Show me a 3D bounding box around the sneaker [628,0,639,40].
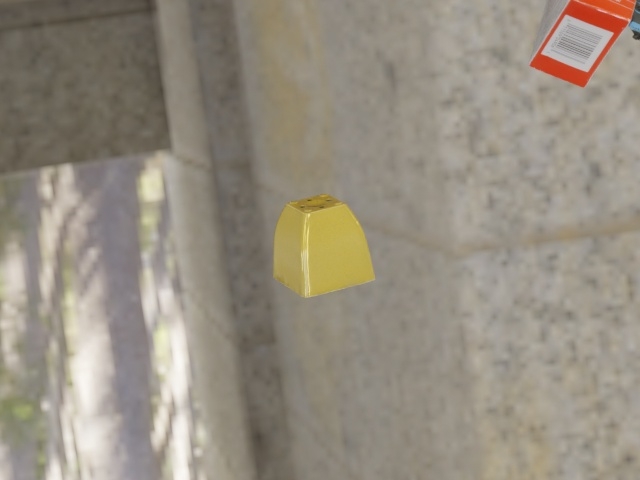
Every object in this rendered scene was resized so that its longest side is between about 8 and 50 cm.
[{"bbox_3d":[0.358,-0.292,2.085,0.341,0.139,0.125,38,-138,22],"label":"sneaker"}]

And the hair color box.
[{"bbox_3d":[0.218,-0.214,1.466,0.053,0.167,0.093,21,147,-5],"label":"hair color box"}]

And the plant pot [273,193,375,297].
[{"bbox_3d":[0.000,0.000,1.888,0.081,0.083,0.081,-13,-160,-23],"label":"plant pot"}]
